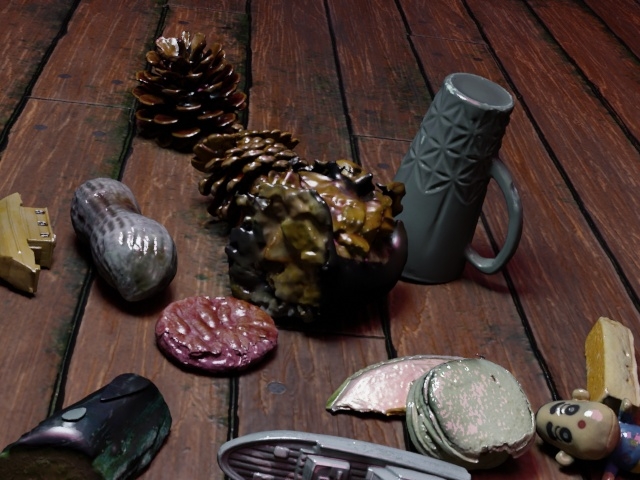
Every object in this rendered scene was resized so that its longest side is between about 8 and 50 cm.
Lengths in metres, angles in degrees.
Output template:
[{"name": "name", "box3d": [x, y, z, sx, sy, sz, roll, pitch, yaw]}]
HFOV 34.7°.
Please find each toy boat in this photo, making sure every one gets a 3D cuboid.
[{"name": "toy boat", "box3d": [0.023, 0.242, 1.040, 0.260, 0.078, 0.085, 11, 14, -1]}, {"name": "toy boat", "box3d": [-0.396, 0.002, 1.375, 0.077, 0.057, 0.200, 4, 29, -22]}]

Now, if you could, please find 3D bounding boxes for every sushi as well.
[{"name": "sushi", "box3d": [0.002, -0.006, 1.360, 0.213, 0.200, 0.204, 20, 27, 20]}]

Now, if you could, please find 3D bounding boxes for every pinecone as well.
[{"name": "pinecone", "box3d": [-0.096, -0.089, 1.526, 0.179, 0.150, 0.195, -7, 33, -28]}, {"name": "pinecone", "box3d": [-0.231, -0.265, 1.770, 0.207, 0.208, 0.208, 7, 29, -4]}]

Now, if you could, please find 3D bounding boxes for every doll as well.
[{"name": "doll", "box3d": [0.325, 0.225, 1.162, 0.179, 0.102, 0.089, 13, -14, 15]}]

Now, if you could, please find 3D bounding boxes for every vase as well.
[{"name": "vase", "box3d": [0.186, -0.080, 1.465, 0.251, 0.301, 0.156, 31, 35, 19]}]

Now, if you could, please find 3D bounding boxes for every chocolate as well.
[{"name": "chocolate", "box3d": [-0.267, -0.006, 1.375, 0.110, 0.110, 0.248, -11, 37, -32]}]

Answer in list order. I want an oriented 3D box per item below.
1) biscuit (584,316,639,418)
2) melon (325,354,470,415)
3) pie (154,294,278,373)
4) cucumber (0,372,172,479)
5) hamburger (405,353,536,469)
[{"name": "biscuit", "box3d": [0.376, 0.165, 1.313, 0.056, 0.052, 0.188, 27, 30, -1]}, {"name": "melon", "box3d": [0.098, 0.178, 1.226, 0.182, 0.054, 0.098, 7, 44, -3]}, {"name": "pie", "box3d": [-0.130, 0.113, 1.274, 0.154, 0.036, 0.154, 8, 29, -4]}, {"name": "cucumber", "box3d": [-0.236, 0.199, 1.050, 0.115, 0.086, 0.193, 19, 24, 20]}, {"name": "hamburger", "box3d": [0.168, 0.194, 1.156, 0.140, 0.062, 0.133, 7, 51, -12]}]
